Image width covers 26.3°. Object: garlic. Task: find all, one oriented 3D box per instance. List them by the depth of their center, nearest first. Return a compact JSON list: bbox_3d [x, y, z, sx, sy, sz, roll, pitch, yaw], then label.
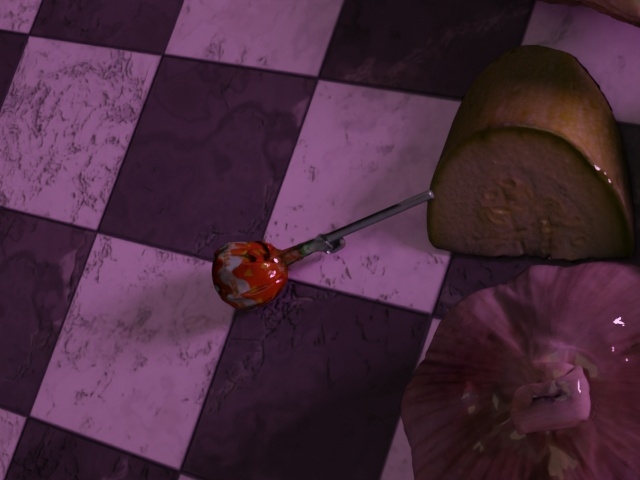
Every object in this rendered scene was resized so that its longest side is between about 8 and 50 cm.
[{"bbox_3d":[0.223,0.170,1.285,0.322,0.241,0.322,-29,51,42],"label":"garlic"}]

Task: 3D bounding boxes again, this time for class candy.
[{"bbox_3d":[0.000,-0.001,1.543,0.288,0.078,0.084,-25,88,24],"label":"candy"}]

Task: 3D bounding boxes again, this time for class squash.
[{"bbox_3d":[0.239,-0.097,1.487,0.237,0.155,0.204,2,110,29],"label":"squash"}]

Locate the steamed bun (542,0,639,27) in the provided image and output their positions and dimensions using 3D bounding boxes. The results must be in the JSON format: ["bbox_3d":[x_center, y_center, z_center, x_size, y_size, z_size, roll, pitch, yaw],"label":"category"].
[{"bbox_3d":[0.299,-0.377,1.424,0.247,0.189,0.428,-44,42,-10],"label":"steamed bun"}]
